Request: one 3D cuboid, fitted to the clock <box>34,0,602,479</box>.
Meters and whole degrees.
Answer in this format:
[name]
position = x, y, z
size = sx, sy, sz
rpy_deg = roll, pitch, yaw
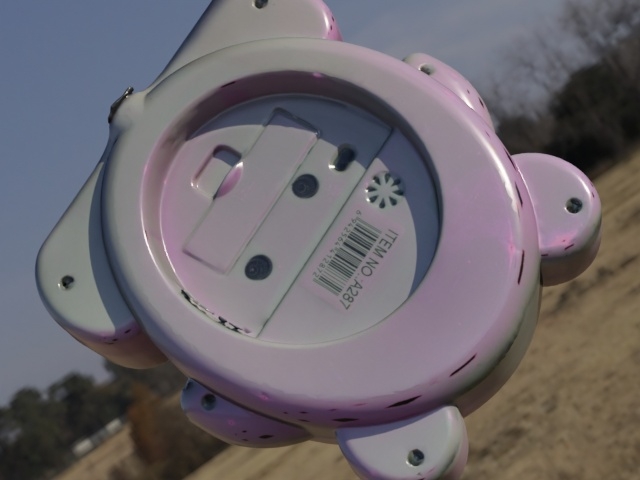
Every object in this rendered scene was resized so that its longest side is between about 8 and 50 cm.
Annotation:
[clock]
position = 0.000, 0.000, 0.724
size = 0.227, 0.248, 0.090
rpy_deg = -57, -20, -9
